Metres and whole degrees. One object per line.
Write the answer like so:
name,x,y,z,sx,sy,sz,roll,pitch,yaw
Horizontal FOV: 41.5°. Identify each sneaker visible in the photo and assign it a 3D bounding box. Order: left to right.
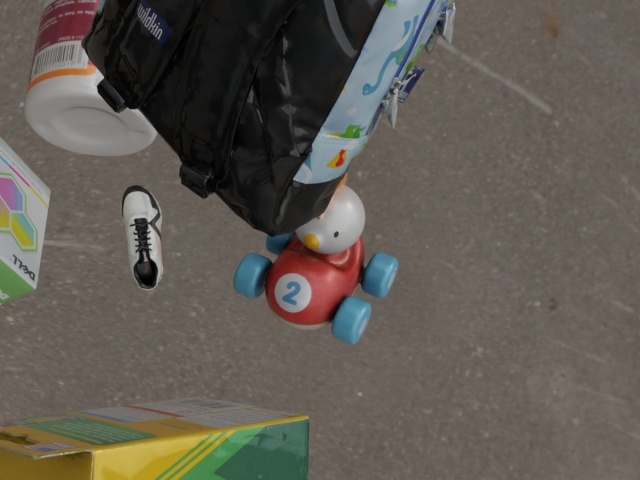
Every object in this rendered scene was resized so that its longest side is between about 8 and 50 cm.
sneaker,-0.174,-0.001,0.839,0.040,0.044,0.109,-10,105,-10

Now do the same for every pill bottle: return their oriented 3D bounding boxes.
pill bottle,-0.380,-0.367,1.489,0.224,0.224,0.392,17,63,-32

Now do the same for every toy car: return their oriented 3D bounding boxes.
toy car,0.000,0.000,1.316,0.210,0.219,0.238,-53,159,-40

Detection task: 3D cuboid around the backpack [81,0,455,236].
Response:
backpack,-0.014,-0.234,0.678,0.290,0.355,0.273,44,51,19

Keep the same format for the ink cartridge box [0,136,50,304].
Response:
ink cartridge box,-0.341,-0.006,0.858,0.209,0.062,0.109,-99,162,-45

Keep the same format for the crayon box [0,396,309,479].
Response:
crayon box,-0.194,0.225,0.870,0.323,0.203,0.083,4,86,-46
